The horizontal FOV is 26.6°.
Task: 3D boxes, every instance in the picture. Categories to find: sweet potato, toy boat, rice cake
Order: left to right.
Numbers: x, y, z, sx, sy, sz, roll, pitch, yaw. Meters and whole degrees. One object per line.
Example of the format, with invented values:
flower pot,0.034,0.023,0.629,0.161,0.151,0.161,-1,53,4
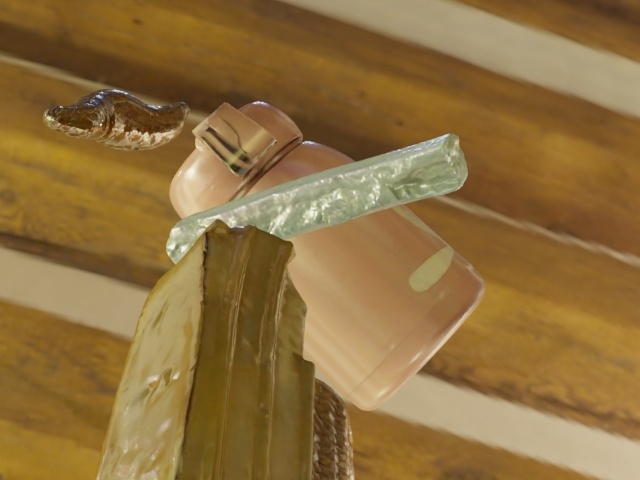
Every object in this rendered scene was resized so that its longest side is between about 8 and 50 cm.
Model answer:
sweet potato,-0.209,-0.117,1.317,0.069,0.059,0.249,15,-172,22
toy boat,-0.036,0.111,0.596,0.115,0.089,0.310,34,-151,-20
rice cake,-0.006,-0.019,0.732,0.180,0.030,0.042,-17,-167,27

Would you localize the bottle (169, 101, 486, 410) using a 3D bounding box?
bottle,0.000,0.000,1.265,0.297,0.173,0.206,45,171,4
